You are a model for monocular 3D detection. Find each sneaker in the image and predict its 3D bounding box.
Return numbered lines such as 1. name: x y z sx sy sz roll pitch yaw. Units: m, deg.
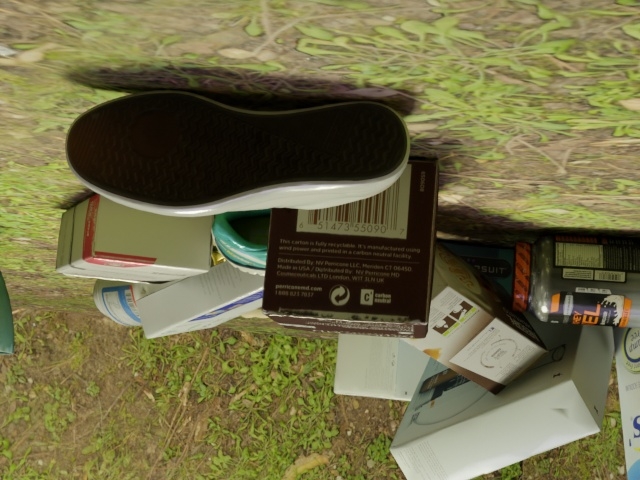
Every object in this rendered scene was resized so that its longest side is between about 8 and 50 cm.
1. sneaker: -0.070 -0.063 1.106 0.290 0.106 0.123 3 169 2
2. sneaker: 0.000 0.000 1.560 0.275 0.107 0.110 1 158 9

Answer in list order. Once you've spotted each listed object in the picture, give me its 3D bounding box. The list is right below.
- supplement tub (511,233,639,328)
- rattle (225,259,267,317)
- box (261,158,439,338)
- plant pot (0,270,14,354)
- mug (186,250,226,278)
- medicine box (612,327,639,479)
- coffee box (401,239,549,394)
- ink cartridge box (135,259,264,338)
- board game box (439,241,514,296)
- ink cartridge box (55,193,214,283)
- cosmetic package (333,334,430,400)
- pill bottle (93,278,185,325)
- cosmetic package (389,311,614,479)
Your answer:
1. supplement tub: 0.346 0.052 1.664 0.190 0.117 0.117 3 172 7
2. rattle: -0.041 0.034 1.916 0.199 0.130 0.143 -29 170 23
3. box: 0.037 0.010 1.346 0.168 0.167 0.203 3 172 5
4. plant pot: -0.610 0.067 1.967 0.290 0.195 0.290 4 172 1
5. mug: -0.177 0.041 2.058 0.078 0.062 0.064 8 -178 21
6. medicine box: 0.542 0.185 1.738 0.149 0.289 0.263 7 160 -23
7. coffee box: 0.170 0.088 1.662 0.098 0.141 0.246 -43 134 15
8. ink cartridge box: -0.080 0.051 1.761 0.332 0.065 0.165 -22 171 29
9. board game box: 0.160 0.061 1.948 0.253 0.079 0.336 5 172 -13
10. ink cartridge box: -0.249 0.001 1.696 0.158 0.092 0.218 8 169 -23
11. cosmetic package: 0.176 0.218 2.260 0.224 0.138 0.224 9 171 -26
12. pill bottle: -0.306 0.084 2.192 0.124 0.124 0.221 9 172 -31
13. cosmetic package: 0.280 0.200 1.872 0.284 0.097 0.377 -24 -167 24
